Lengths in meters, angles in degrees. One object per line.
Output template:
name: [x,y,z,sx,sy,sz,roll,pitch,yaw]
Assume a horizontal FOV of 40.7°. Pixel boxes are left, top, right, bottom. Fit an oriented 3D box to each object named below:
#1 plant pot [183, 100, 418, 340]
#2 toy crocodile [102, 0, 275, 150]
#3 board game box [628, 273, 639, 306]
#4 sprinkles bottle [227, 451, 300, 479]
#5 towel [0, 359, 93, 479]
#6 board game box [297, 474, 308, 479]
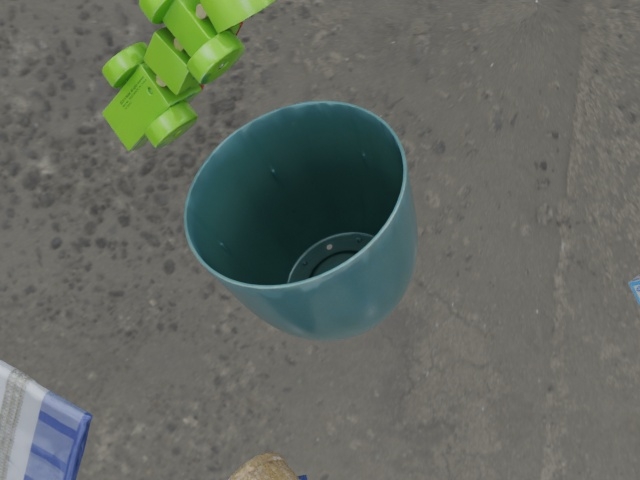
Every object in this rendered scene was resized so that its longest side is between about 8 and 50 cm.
plant pot: [0.000,0.000,1.159,0.293,0.293,0.235,-9,143,16]
toy crocodile: [-0.161,-0.209,1.001,0.115,0.105,0.340,52,138,1]
board game box: [0.428,0.073,0.948,0.154,0.026,0.103,-23,93,57]
sprinkles bottle: [0.004,0.447,1.172,0.355,0.121,0.121,40,115,36]
towel: [-0.407,0.210,1.036,0.285,0.034,0.209,27,121,11]
board game box: [-0.106,0.447,1.366,0.201,0.136,0.035,-6,123,-12]
